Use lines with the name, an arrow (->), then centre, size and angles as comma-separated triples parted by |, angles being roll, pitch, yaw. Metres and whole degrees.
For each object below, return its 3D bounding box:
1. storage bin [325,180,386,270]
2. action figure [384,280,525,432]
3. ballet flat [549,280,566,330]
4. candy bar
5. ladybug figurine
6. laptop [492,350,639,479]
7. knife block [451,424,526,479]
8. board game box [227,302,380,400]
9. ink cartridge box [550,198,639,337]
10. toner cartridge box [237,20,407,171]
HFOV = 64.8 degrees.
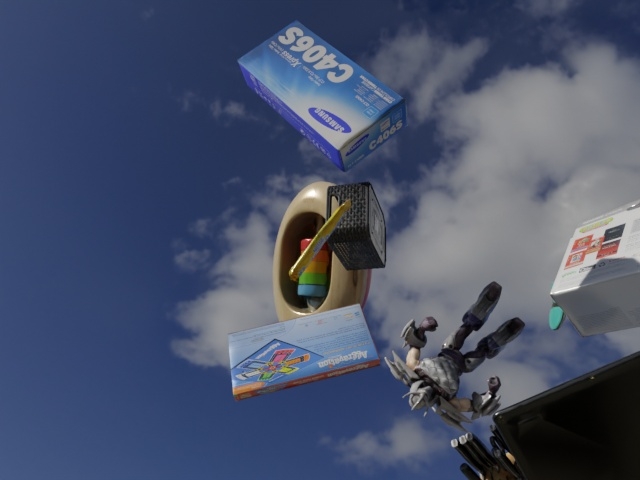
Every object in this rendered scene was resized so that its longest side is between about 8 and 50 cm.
storage bin -> 0.075, -0.024, 1.007 | 0.084, 0.122, 0.180 | -4, -25, 16
action figure -> 0.229, 0.189, 0.838 | 0.185, 0.285, 0.099 | 48, -38, 13
ballet flat -> 0.555, 0.152, 1.164 | 0.041, 0.114, 0.041 | 7, -11, 1
candy bar -> 0.000, 0.000, 0.816 | 0.018, 0.161, 0.040 | 34, -11, 11
ladybug figurine -> 0.015, 0.076, 1.314 | 0.305, 0.449, 0.162 | 3, -5, 44
laptop -> 0.501, 0.305, 0.675 | 0.382, 0.236, 0.408 | -30, -96, 15
knife block -> 0.371, 0.501, 1.013 | 0.242, 0.088, 0.275 | 8, -62, 7
board game box -> -0.037, 0.215, 0.996 | 0.281, 0.145, 0.027 | -12, -48, -5
ink cartridge box -> 0.657, 0.029, 0.998 | 0.130, 0.272, 0.309 | 49, -39, -10
toner cartridge box -> -0.003, -0.302, 1.022 | 0.165, 0.348, 0.075 | -39, -29, -9
